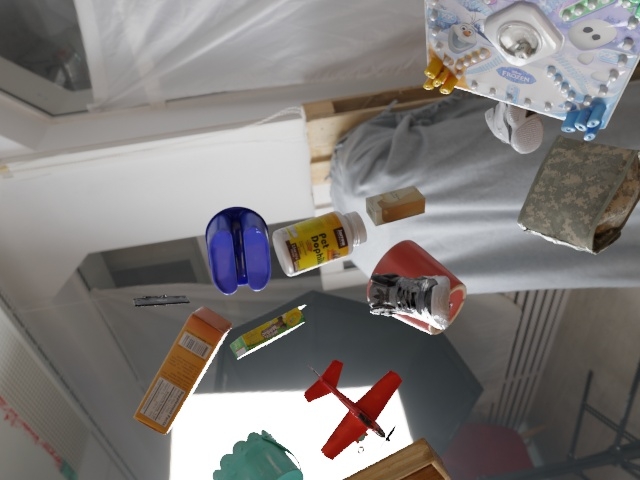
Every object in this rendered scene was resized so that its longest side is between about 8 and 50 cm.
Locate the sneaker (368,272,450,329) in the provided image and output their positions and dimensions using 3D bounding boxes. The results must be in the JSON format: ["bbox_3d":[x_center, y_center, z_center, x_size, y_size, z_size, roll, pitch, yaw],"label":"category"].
[{"bbox_3d":[0.174,0.119,0.973,0.268,0.153,0.101,20,-109,-83],"label":"sneaker"}]

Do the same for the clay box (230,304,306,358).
[{"bbox_3d":[-0.139,0.260,1.387,0.053,0.222,0.127,62,148,10],"label":"clay box"}]

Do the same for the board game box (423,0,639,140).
[{"bbox_3d":[0.360,-0.362,0.877,0.050,0.390,0.390,-58,-24,-13],"label":"board game box"}]

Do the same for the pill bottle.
[{"bbox_3d":[0.000,0.000,1.175,0.117,0.215,0.117,160,90,-78],"label":"pill bottle"}]

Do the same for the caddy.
[{"bbox_3d":[-0.311,0.041,1.846,0.179,0.241,0.341,-118,24,-61],"label":"caddy"}]

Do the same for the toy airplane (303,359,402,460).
[{"bbox_3d":[0.041,0.220,0.651,0.028,0.151,0.151,145,115,-84],"label":"toy airplane"}]

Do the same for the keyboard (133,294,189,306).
[{"bbox_3d":[-0.581,0.230,1.763,0.100,0.192,0.038,-149,62,-63],"label":"keyboard"}]

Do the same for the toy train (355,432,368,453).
[{"bbox_3d":[0.102,0.745,1.827,0.046,0.166,0.125,9,76,60],"label":"toy train"}]

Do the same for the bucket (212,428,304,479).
[{"bbox_3d":[-0.198,0.786,1.567,0.183,0.281,0.281,31,141,38],"label":"bucket"}]

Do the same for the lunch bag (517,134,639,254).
[{"bbox_3d":[0.711,-0.114,1.321,0.235,0.169,0.287,33,94,52],"label":"lunch bag"}]

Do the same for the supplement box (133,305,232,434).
[{"bbox_3d":[-0.263,0.248,0.928,0.233,0.080,0.078,-58,0,5],"label":"supplement box"}]

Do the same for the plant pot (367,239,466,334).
[{"bbox_3d":[0.335,0.169,1.622,0.243,0.275,0.274,34,145,36],"label":"plant pot"}]

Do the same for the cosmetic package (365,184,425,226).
[{"bbox_3d":[0.159,-0.075,1.027,0.060,0.115,0.041,-119,16,-48],"label":"cosmetic package"}]

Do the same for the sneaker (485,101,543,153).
[{"bbox_3d":[0.653,-0.491,1.666,0.210,0.137,0.365,-112,5,-71],"label":"sneaker"}]

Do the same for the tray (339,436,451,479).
[{"bbox_3d":[0.148,0.707,1.359,0.203,0.411,0.076,56,-174,-43],"label":"tray"}]
